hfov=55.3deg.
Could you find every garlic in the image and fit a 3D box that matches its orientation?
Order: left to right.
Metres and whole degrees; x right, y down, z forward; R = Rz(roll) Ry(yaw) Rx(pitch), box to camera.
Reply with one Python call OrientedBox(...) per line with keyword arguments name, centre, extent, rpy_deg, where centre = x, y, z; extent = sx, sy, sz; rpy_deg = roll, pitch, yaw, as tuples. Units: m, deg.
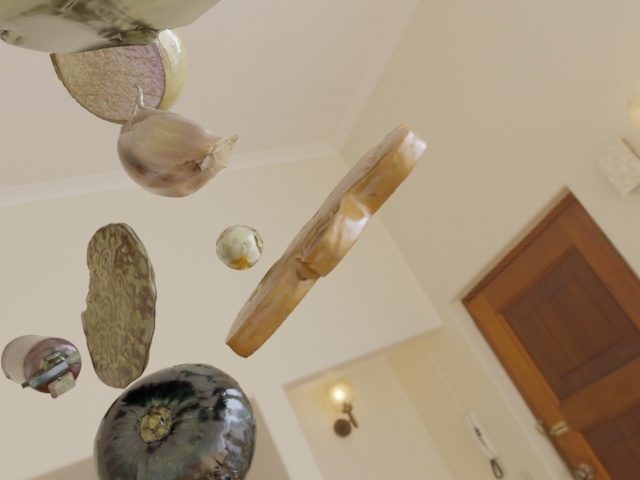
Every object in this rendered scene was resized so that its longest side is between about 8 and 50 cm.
OrientedBox(name="garlic", centre=(-0.291, -0.166, 1.069), extent=(0.148, 0.267, 0.128), rpy_deg=(-44, -19, -37))

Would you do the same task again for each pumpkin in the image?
OrientedBox(name="pumpkin", centre=(-0.201, 0.284, 0.862), extent=(0.233, 0.233, 0.163), rpy_deg=(-29, -43, 0))

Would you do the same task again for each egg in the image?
OrientedBox(name="egg", centre=(-0.128, 0.011, 0.949), extent=(0.071, 0.071, 0.083), rpy_deg=(-14, 0, -31))

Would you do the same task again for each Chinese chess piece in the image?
OrientedBox(name="Chinese chess piece", centre=(-0.395, -0.362, 1.210), extent=(0.270, 0.270, 0.112), rpy_deg=(-48, 7, 37))

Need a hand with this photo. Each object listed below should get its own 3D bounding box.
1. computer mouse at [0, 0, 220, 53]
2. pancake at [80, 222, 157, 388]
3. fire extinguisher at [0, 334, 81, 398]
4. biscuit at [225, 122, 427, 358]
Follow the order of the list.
OrientedBox(name="computer mouse", centre=(-0.203, -0.241, 0.489), extent=(0.228, 0.145, 0.429), rpy_deg=(-18, -7, 4))
OrientedBox(name="pancake", centre=(-0.282, 0.091, 0.841), extent=(0.029, 0.212, 0.235), rpy_deg=(-1, -63, -44))
OrientedBox(name="fire extinguisher", centre=(-0.481, 0.215, 1.051), extent=(0.105, 0.104, 0.269), rpy_deg=(-9, 1, -37))
OrientedBox(name="biscuit", centre=(-0.002, -0.002, 0.754), extent=(0.355, 0.052, 0.275), rpy_deg=(-49, 4, 17))
